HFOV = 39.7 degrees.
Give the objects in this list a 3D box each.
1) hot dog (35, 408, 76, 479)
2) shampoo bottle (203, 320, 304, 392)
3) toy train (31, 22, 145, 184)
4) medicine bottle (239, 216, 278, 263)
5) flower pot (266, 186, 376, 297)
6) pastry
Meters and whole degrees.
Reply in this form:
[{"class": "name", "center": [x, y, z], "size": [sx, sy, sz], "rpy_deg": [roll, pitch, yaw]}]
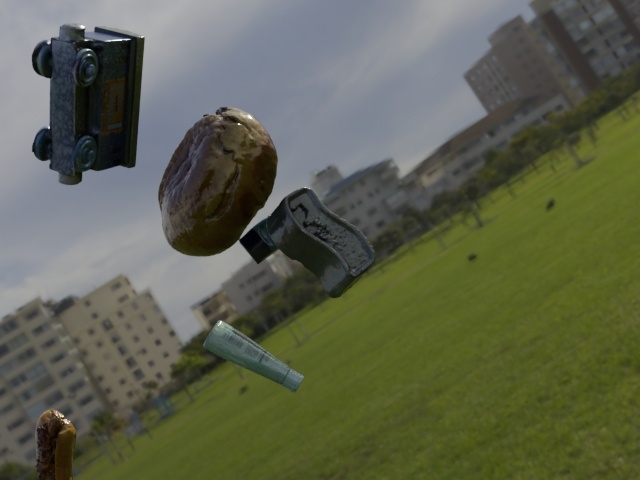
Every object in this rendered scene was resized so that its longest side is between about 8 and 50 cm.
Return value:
[{"class": "hot dog", "center": [-0.582, 0.461, 1.925], "size": [0.076, 0.102, 0.249], "rpy_deg": [-28, -37, -43]}, {"class": "shampoo bottle", "center": [-0.119, 0.217, 1.629], "size": [0.041, 0.191, 0.069], "rpy_deg": [-60, 0, 35]}, {"class": "toy train", "center": [-0.440, -0.263, 1.680], "size": [0.202, 0.131, 0.299], "rpy_deg": [-31, -46, -60]}, {"class": "medicine bottle", "center": [-0.113, -0.012, 2.219], "size": [0.124, 0.079, 0.258], "rpy_deg": [-43, -5, 10]}, {"class": "flower pot", "center": [0.000, 0.000, 1.810], "size": [0.103, 0.229, 0.108], "rpy_deg": [-46, -1, -35]}, {"class": "pastry", "center": [-0.237, -0.128, 1.947], "size": [0.356, 0.164, 0.356], "rpy_deg": [-33, 42, 36]}]
